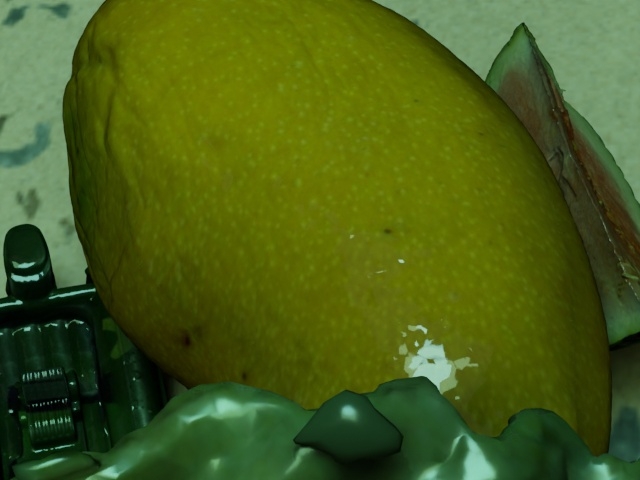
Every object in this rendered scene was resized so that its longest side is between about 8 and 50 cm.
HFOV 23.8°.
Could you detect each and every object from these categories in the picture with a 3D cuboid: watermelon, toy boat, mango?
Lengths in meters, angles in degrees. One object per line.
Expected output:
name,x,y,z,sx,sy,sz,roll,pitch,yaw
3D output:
watermelon,0.119,-0.009,0.671,0.069,0.087,0.163,0,55,-25
toy boat,-0.117,0.088,0.668,0.104,0.052,0.210,-7,56,-11
mango,0.004,-0.001,0.637,0.187,0.144,0.359,-35,53,-9

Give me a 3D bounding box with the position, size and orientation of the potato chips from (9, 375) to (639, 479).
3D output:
potato chips,0.005,0.225,0.467,0.389,0.097,0.373,-34,90,0
